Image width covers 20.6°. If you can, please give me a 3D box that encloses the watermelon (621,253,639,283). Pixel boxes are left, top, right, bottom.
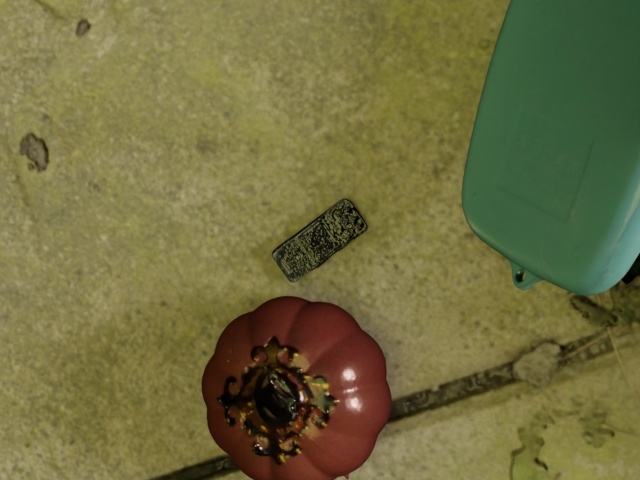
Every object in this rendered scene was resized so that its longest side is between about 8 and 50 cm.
[{"bbox_3d":[0.276,-0.052,1.482,0.137,0.145,0.193,-3,96,16],"label":"watermelon"}]

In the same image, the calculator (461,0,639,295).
[{"bbox_3d":[0.228,-0.139,1.457,0.256,0.054,0.386,33,109,54],"label":"calculator"}]

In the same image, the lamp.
[{"bbox_3d":[-0.025,0.142,1.618,0.182,0.140,0.182,2,96,21],"label":"lamp"}]

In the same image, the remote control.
[{"bbox_3d":[0.000,0.000,1.655,0.096,0.014,0.039,-37,85,19],"label":"remote control"}]
